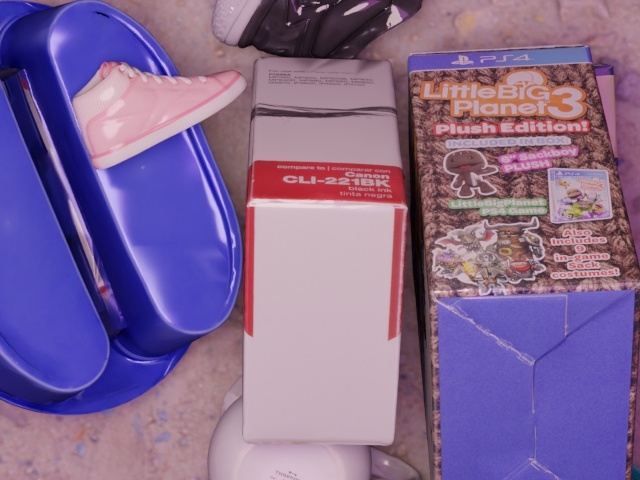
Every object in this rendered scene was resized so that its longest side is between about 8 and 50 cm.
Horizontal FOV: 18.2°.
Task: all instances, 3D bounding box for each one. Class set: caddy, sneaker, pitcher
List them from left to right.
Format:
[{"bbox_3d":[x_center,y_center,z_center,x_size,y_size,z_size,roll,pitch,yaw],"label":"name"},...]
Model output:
[{"bbox_3d":[-0.209,-0.029,1.571,0.241,0.179,0.341,-23,94,-21],"label":"caddy"},{"bbox_3d":[-0.123,-0.112,1.486,0.134,0.051,0.070,-28,101,-16],"label":"sneaker"},{"bbox_3d":[0.000,0.175,1.566,0.178,0.207,0.125,20,95,-2],"label":"pitcher"},{"bbox_3d":[0.030,-0.254,1.586,0.153,0.101,0.268,26,100,-2],"label":"sneaker"}]

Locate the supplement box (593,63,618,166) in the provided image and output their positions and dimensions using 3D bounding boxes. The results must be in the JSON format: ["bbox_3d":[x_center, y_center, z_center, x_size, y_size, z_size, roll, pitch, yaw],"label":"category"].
[{"bbox_3d":[0.195,-0.099,1.615,0.083,0.056,0.083,-3,95,1],"label":"supplement box"}]

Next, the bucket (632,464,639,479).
[{"bbox_3d":[0.177,0.293,1.586,0.281,0.183,0.281,0,95,0],"label":"bucket"}]

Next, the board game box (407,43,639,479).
[{"bbox_3d":[0.143,0.031,1.472,0.141,0.291,0.232,-3,129,1],"label":"board game box"}]

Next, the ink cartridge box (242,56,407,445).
[{"bbox_3d":[0.000,0.000,1.497,0.114,0.273,0.197,1,117,-2],"label":"ink cartridge box"}]
